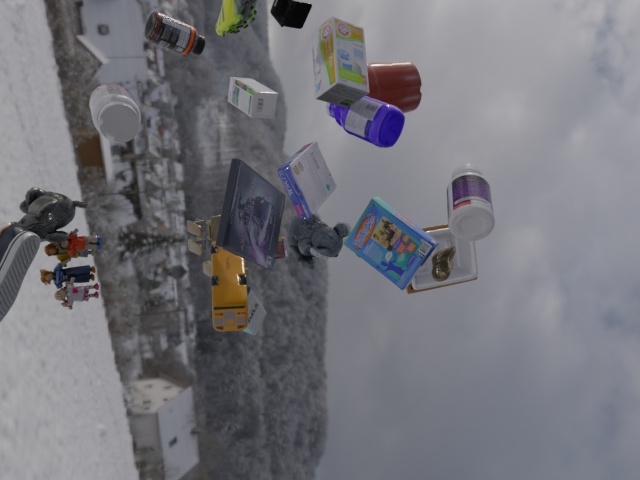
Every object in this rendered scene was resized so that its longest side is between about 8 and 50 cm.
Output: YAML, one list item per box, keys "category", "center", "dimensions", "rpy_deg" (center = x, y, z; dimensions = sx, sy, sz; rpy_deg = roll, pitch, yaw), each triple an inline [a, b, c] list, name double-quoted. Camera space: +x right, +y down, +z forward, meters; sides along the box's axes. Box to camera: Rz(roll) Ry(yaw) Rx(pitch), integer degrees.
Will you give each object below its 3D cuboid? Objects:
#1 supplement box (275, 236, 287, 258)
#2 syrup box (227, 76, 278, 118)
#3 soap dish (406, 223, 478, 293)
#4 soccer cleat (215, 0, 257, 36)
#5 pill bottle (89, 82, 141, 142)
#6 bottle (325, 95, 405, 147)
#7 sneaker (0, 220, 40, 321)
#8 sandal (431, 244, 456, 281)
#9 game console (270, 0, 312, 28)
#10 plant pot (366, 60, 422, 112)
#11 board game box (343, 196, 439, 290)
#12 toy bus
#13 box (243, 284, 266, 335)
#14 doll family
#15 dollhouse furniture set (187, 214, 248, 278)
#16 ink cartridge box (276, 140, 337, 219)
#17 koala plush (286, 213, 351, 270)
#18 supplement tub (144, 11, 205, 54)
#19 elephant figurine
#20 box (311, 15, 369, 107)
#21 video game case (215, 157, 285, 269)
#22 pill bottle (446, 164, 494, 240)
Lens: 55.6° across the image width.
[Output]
- category: "supplement box"
  center: [-0.164, 0.029, 2.392]
  dimensions: [0.043, 0.055, 0.083]
  rpy_deg: [-11, 93, -78]
- category: "syrup box"
  center: [-0.246, -0.512, 2.173]
  dimensions: [0.237, 0.097, 0.093]
  rpy_deg: [41, -53, 50]
- category: "soap dish"
  center: [0.428, 0.056, 2.234]
  dimensions: [0.118, 0.291, 0.228]
  rpy_deg: [-165, -114, -72]
- category: "soccer cleat"
  center: [-0.230, -0.665, 1.663]
  dimensions: [0.121, 0.093, 0.289]
  rpy_deg: [57, -30, -2]
- category: "pill bottle"
  center: [-0.720, -0.446, 2.134]
  dimensions: [0.283, 0.161, 0.160]
  rpy_deg: [-130, -144, -56]
- category: "bottle"
  center: [0.116, -0.349, 1.716]
  dimensions: [0.283, 0.092, 0.118]
  rpy_deg: [35, -72, 50]
- category: "sneaker"
  center: [-0.872, 0.099, 1.609]
  dimensions: [0.321, 0.128, 0.126]
  rpy_deg: [-62, 172, -1]
- category: "sandal"
  center: [0.365, 0.074, 1.782]
  dimensions: [0.049, 0.072, 0.180]
  rpy_deg: [60, 29, -22]
- category: "game console"
  center: [-0.102, -0.789, 2.066]
  dimensions: [0.107, 0.071, 0.122]
  rpy_deg: [53, -30, 7]
- category: "plant pot"
  center: [0.242, -0.595, 2.419]
  dimensions: [0.272, 0.265, 0.272]
  rpy_deg: [168, -90, -73]
- category: "board game box"
  center: [0.187, 0.007, 1.637]
  dimensions: [0.210, 0.047, 0.160]
  rpy_deg: [39, -64, 15]
- category: "toy bus"
  center: [-0.289, 0.130, 1.916]
  dimensions: [0.332, 0.108, 0.130]
  rpy_deg: [-107, -163, -57]
- category: "box"
  center: [-0.264, 0.240, 2.123]
  dimensions: [0.244, 0.060, 0.100]
  rpy_deg: [70, 41, -59]
- category: "doll family"
  center: [-0.809, 0.083, 1.950]
  dimensions: [0.118, 0.163, 0.262]
  rpy_deg: [16, -77, 47]
- category: "dollhouse furniture set"
  center: [-0.365, 0.024, 2.296]
  dimensions: [0.161, 0.212, 0.241]
  rpy_deg: [21, -61, 42]
- category: "ink cartridge box"
  center: [-0.048, -0.198, 2.032]
  dimensions: [0.185, 0.065, 0.311]
  rpy_deg: [65, 27, -17]
- category: "koala plush"
  center: [0.000, 0.000, 2.172]
  dimensions: [0.203, 0.196, 0.221]
  rpy_deg: [56, -19, -24]
- category: "supplement tub"
  center: [-0.506, -0.717, 2.131]
  dimensions: [0.106, 0.198, 0.105]
  rpy_deg: [-16, -112, 47]
- category: "elephant figurine"
  center: [-0.830, -0.051, 1.812]
  dimensions: [0.186, 0.169, 0.239]
  rpy_deg: [-48, -154, 9]
- category: "box"
  center: [0.052, -0.483, 1.652]
  dimensions: [0.103, 0.114, 0.202]
  rpy_deg: [-22, -114, 51]
- category: "video game case"
  center: [-0.154, -0.052, 1.408]
  dimensions: [0.274, 0.026, 0.195]
  rpy_deg: [37, 61, -69]
- category: "pill bottle"
  center: [0.364, -0.099, 1.488]
  dimensions: [0.193, 0.108, 0.108]
  rpy_deg: [-80, 177, -47]
